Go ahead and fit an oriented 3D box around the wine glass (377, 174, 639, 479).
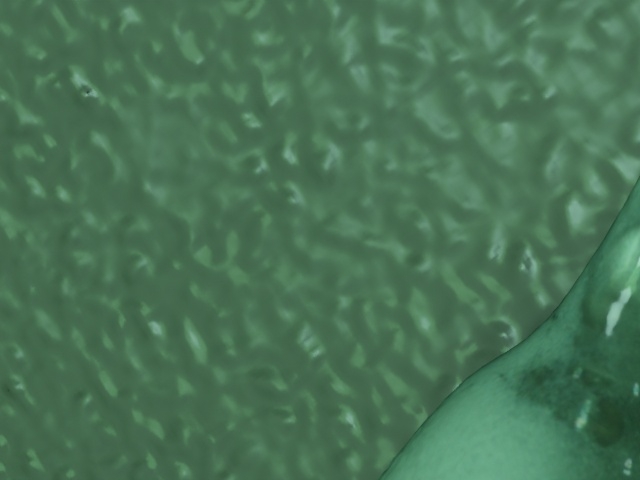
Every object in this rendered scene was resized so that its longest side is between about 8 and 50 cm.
[{"bbox_3d":[0.000,0.000,0.423,0.264,0.096,0.309,28,101,27],"label":"wine glass"}]
